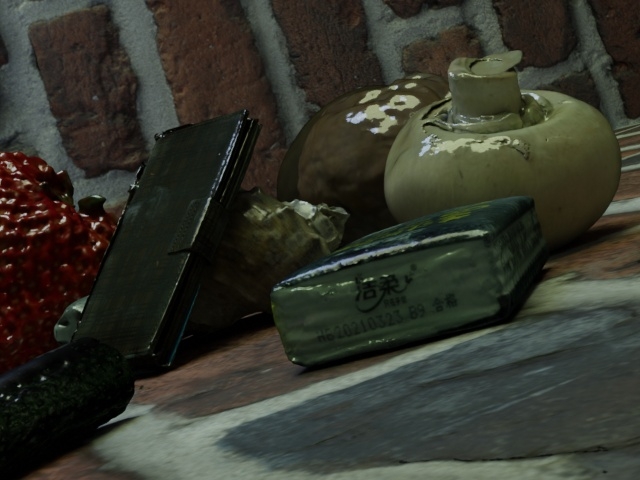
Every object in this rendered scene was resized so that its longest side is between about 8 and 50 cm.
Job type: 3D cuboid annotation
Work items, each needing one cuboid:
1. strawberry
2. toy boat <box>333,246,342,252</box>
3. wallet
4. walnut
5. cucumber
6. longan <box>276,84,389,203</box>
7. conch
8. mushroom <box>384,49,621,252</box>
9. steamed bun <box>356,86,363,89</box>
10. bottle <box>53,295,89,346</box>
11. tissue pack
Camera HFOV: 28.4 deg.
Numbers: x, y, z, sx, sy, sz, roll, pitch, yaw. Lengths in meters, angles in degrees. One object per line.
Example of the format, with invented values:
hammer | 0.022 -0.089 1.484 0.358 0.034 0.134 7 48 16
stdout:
strawberry | -0.426 0.055 1.599 0.351 0.312 0.267 -44 -8 -40
toy boat | 0.011 0.003 1.725 0.099 0.108 0.293 15 6 -7
wallet | -0.171 0.004 1.366 0.169 0.044 0.317 -11 50 41
walnut | 0.106 -0.083 1.551 0.273 0.227 0.273 -19 3 1
cucumber | -0.233 0.136 0.935 0.074 0.074 0.241 -15 5 29
longan | 0.071 -0.096 1.980 0.300 0.300 0.243 -18 45 -27
conch | -0.105 0.022 1.448 0.291 0.158 0.210 -19 5 -12
mushroom | 0.179 -0.091 1.302 0.246 0.202 0.246 -11 19 4
steamed bun | 0.159 -0.158 2.245 0.274 0.272 0.290 -15 7 16
bottle | -0.219 0.088 1.567 0.083 0.083 0.270 -15 3 29
tissue pack | 0.084 0.026 1.074 0.185 0.081 0.257 -17 3 19
